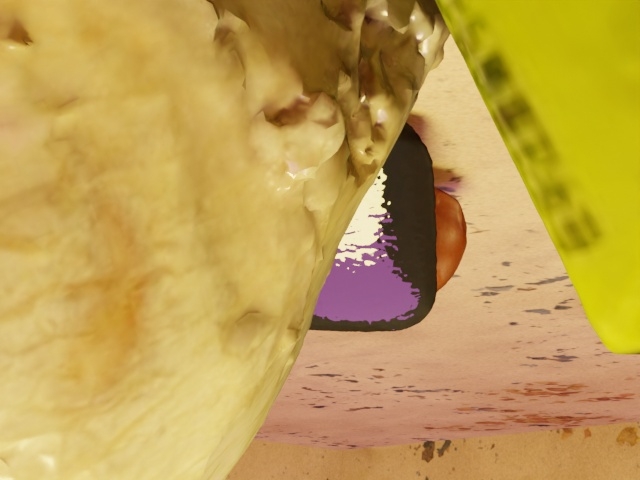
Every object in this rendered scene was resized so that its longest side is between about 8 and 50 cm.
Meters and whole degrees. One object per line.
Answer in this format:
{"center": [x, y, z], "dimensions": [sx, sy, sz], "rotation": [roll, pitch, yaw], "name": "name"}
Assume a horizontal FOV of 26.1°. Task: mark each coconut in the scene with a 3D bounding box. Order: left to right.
{"center": [-0.140, -0.065, 0.471], "dimensions": [0.404, 0.404, 0.404], "rotation": [0, 165, 0], "name": "coconut"}

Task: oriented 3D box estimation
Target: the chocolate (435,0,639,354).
{"center": [0.137, -0.146, 0.336], "dimensions": [0.137, 0.301, 0.289], "rotation": [-23, 178, -31], "name": "chocolate"}

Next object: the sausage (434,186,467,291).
{"center": [0.000, -0.001, 1.216], "dimensions": [0.258, 0.133, 0.133], "rotation": [1, 165, 3], "name": "sausage"}

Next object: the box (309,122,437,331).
{"center": [-0.013, -0.012, 1.114], "dimensions": [0.212, 0.042, 0.201], "rotation": [-2, 121, 3], "name": "box"}
